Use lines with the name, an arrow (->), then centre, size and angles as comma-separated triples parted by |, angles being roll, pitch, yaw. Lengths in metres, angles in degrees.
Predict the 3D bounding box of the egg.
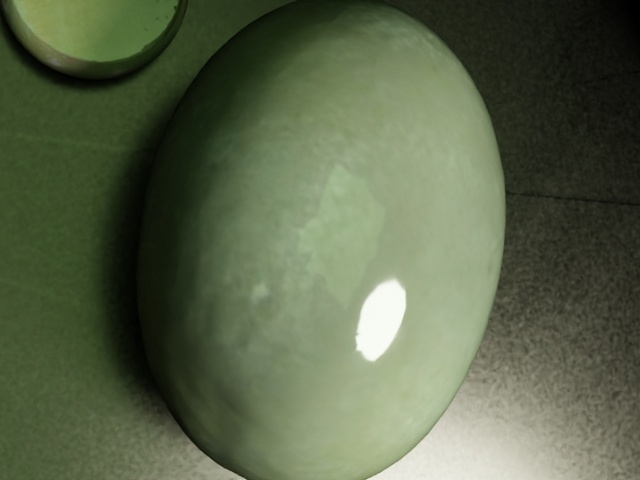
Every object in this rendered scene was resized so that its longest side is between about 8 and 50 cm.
egg -> 0.000, 0.000, 0.940 | 0.258, 0.258, 0.352 | 5, 89, -16

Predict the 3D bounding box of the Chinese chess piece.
Chinese chess piece -> -0.171, -0.194, 1.005 | 0.144, 0.058, 0.144 | 0, 88, -14
